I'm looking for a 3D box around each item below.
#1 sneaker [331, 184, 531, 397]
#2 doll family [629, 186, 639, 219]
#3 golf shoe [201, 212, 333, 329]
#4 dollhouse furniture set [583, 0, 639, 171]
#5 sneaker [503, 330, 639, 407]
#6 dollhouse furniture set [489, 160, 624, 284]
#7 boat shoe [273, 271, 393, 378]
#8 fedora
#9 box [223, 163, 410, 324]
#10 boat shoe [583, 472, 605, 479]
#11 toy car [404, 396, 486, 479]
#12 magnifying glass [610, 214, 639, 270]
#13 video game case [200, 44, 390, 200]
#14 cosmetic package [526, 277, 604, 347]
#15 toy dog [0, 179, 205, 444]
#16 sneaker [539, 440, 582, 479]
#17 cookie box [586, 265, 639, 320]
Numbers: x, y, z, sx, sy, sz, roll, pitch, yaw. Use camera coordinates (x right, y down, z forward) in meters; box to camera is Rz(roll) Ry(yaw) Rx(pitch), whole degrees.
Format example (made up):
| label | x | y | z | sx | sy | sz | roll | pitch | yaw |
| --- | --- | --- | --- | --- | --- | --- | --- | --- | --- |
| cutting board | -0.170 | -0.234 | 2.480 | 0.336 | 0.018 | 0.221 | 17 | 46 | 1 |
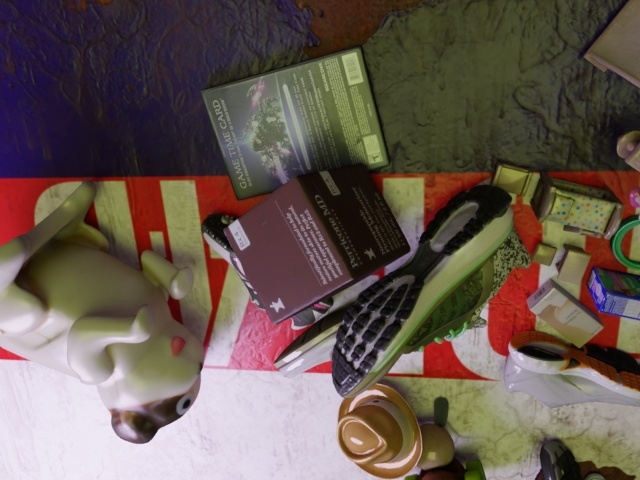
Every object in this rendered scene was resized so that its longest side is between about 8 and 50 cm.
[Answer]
| label | x | y | z | sx | sy | sz | roll | pitch | yaw |
| --- | --- | --- | --- | --- | --- | --- | --- | --- | --- |
| sneaker | 0.190 | 0.115 | 0.984 | 0.410 | 0.158 | 0.182 | -47 | 113 | 3 |
| doll family | 0.529 | -0.072 | 0.765 | 0.262 | 0.163 | 0.118 | -20 | 127 | 2 |
| golf shoe | -0.107 | 0.061 | 1.095 | 0.272 | 0.105 | 0.120 | 36 | 121 | -5 |
| dollhouse furniture set | 0.582 | -0.215 | 0.887 | 0.355 | 0.174 | 0.303 | 23 | 118 | -26 |
| sneaker | 0.450 | 0.248 | 1.087 | 0.262 | 0.099 | 0.121 | 16 | 122 | 11 |
| dollhouse furniture set | 0.350 | -0.018 | 0.980 | 0.181 | 0.101 | 0.161 | 14 | 114 | 4 |
| boat shoe | 0.052 | 0.176 | 1.106 | 0.302 | 0.113 | 0.103 | -34 | 97 | 20 |
| fedora | 0.093 | 0.362 | 1.153 | 0.194 | 0.079 | 0.194 | 1 | 92 | 39 |
| box | 0.000 | 0.000 | 0.957 | 0.167 | 0.203 | 0.169 | -32 | 83 | 33 |
| boat shoe | 0.533 | 0.519 | 1.204 | 0.049 | 0.040 | 0.142 | 1 | 113 | 9 |
| toy car | 0.216 | 0.402 | 1.187 | 0.155 | 0.149 | 0.189 | -18 | 80 | 13 |
| magnifying glass | 0.586 | 0.023 | 0.999 | 0.230 | 0.026 | 0.092 | 16 | 114 | 2 |
| video game case | -0.041 | -0.186 | 1.021 | 0.274 | 0.026 | 0.196 | -11 | 110 | 15 |
| cosmetic package | 0.418 | 0.125 | 1.060 | 0.115 | 0.041 | 0.060 | 36 | 113 | -6 |
| toy dog | -0.389 | 0.173 | 1.094 | 0.408 | 0.284 | 0.395 | 41 | 113 | -10 |
| sneaker | 0.445 | 0.513 | 1.185 | 0.106 | 0.101 | 0.268 | -8 | 97 | 46 |
| cookie box | 0.501 | 0.088 | 1.004 | 0.107 | 0.092 | 0.040 | 12 | 117 | 4 |
